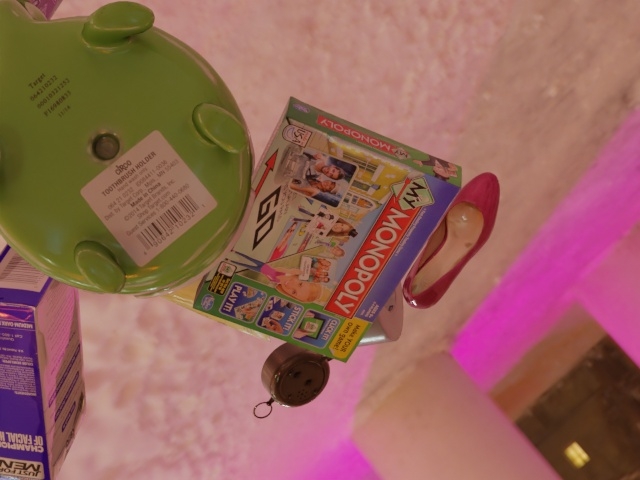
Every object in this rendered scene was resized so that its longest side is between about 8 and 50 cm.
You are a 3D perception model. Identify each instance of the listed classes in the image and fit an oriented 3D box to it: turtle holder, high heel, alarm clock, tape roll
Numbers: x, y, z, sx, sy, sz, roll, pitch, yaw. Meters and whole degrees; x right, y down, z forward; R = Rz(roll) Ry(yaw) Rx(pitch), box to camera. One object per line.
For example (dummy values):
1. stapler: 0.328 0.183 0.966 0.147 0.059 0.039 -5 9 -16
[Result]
1. turtle holder: -0.212 -0.081 0.979 0.227 0.320 0.243 83 27 -83
2. high heel: 0.200 -0.005 1.596 0.244 0.082 0.117 -55 166 -2
3. alarm clock: -0.058 0.274 2.032 0.192 0.064 0.129 -46 129 4
4. tape roll: 0.085 0.079 1.901 0.072 0.219 0.219 -11 170 17

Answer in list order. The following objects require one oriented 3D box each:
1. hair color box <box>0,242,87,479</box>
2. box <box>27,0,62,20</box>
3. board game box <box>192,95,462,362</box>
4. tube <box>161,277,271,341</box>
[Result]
1. hair color box: -0.436 0.183 1.592 0.185 0.110 0.339 -78 172 -59
2. box: -0.393 -0.330 1.368 0.183 0.056 0.231 -57 -178 -5
3. board game box: 0.000 0.000 1.248 0.046 0.213 0.317 -81 -164 -50
4. tube: -0.178 0.073 1.491 0.070 0.240 0.062 -20 133 -67
